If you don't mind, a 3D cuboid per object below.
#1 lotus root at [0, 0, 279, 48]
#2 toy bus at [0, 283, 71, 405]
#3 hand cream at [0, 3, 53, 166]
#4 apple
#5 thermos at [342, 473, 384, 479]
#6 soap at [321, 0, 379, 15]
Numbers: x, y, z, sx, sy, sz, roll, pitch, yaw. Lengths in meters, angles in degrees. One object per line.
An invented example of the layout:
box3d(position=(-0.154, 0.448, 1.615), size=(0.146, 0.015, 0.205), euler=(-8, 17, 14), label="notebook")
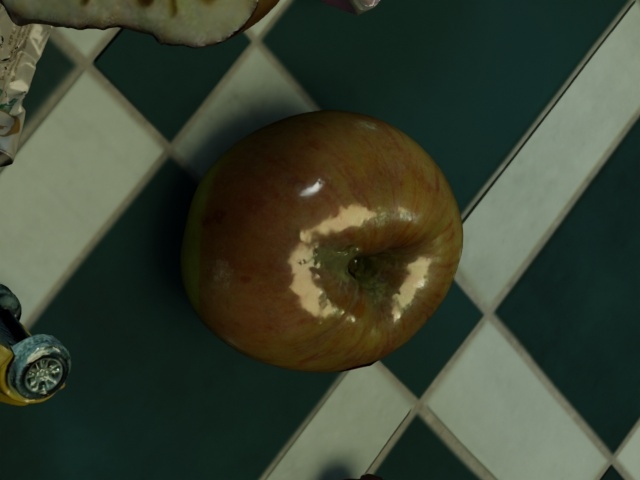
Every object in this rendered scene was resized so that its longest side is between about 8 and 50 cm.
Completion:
box3d(position=(-0.130, -0.313, 1.284), size=(0.250, 0.316, 0.316), euler=(-57, 157, -69), label="lotus root")
box3d(position=(-0.347, 0.049, 1.364), size=(0.123, 0.121, 0.335), euler=(-50, 135, 1), label="toy bus")
box3d(position=(-0.245, -0.155, 1.405), size=(0.084, 0.050, 0.257), euler=(17, 87, -47), label="hand cream")
box3d(position=(0.000, 0.000, 1.599), size=(0.260, 0.194, 0.261), euler=(-17, 119, -34), label="apple")
box3d(position=(-0.004, 0.400, 1.851), size=(0.136, 0.109, 0.330), euler=(26, 92, -45), label="thermos")
box3d(position=(0.009, -0.344, 1.517), size=(0.181, 0.081, 0.259), euler=(-54, 134, -9), label="soap")
